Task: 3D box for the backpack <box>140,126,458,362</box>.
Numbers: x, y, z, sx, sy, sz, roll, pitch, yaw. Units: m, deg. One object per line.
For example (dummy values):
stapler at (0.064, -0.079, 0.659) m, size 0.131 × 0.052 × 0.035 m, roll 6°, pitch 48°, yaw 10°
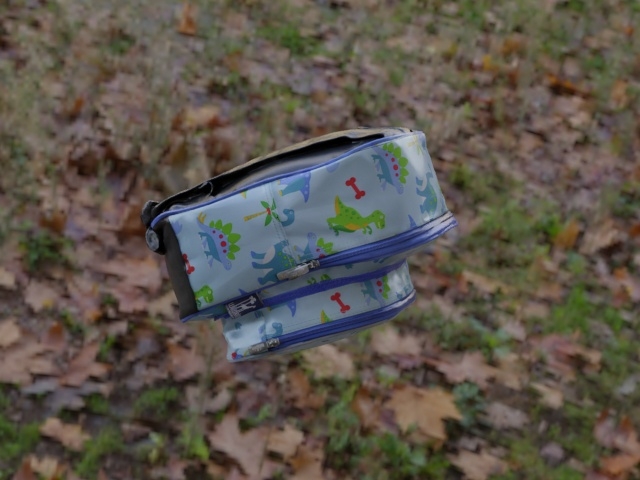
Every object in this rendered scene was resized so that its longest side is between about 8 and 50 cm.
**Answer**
backpack at (0.000, 0.000, 0.544) m, size 0.114 × 0.084 × 0.105 m, roll -21°, pitch 2°, yaw 18°
